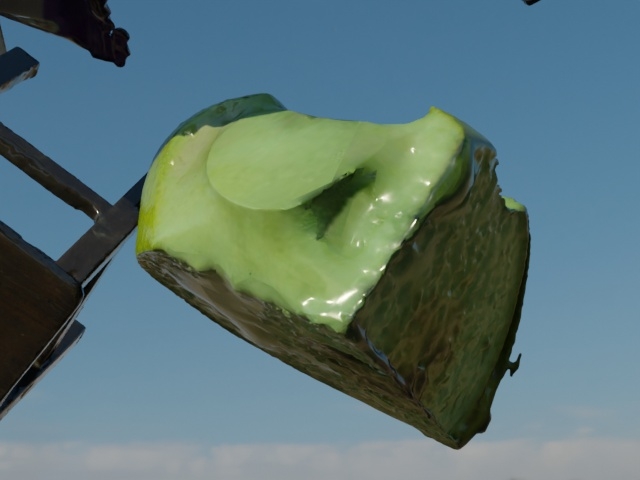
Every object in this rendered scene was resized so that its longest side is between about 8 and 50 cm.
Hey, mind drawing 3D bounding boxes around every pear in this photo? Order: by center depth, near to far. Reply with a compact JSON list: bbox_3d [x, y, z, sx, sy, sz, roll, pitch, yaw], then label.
[{"bbox_3d":[0.000,0.000,0.744,0.281,0.176,0.286,18,-19,33],"label":"pear"}]

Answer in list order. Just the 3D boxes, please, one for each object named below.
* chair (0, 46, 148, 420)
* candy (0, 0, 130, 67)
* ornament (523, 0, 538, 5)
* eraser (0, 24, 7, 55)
[{"bbox_3d":[-0.301,0.048,0.724,0.203,0.416,0.241,38,-63,-3],"label":"chair"},{"bbox_3d":[-0.245,-0.204,0.615,0.275,0.070,0.145,22,-37,1],"label":"candy"},{"bbox_3d":[0.194,-0.341,0.991,0.081,0.088,0.203,-33,-55,9],"label":"ornament"},{"bbox_3d":[-0.440,-0.336,1.141,0.076,0.078,0.298,-27,-47,-30],"label":"eraser"}]
